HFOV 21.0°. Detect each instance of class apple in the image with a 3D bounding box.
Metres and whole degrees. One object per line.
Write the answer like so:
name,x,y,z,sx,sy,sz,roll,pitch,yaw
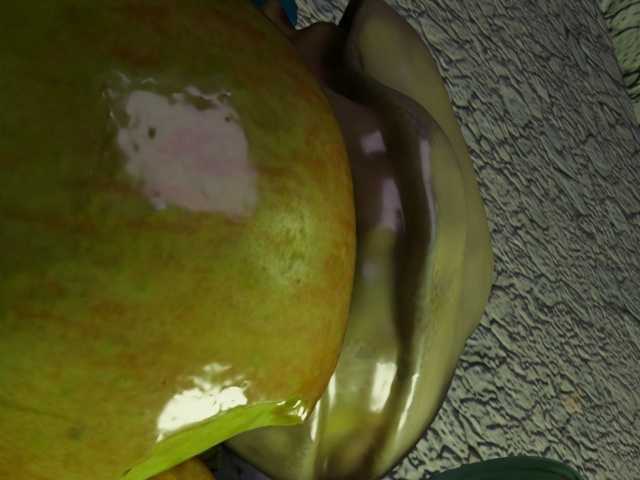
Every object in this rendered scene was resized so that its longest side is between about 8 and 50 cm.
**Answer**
apple,-0.155,-0.010,0.966,0.339,0.339,0.340,47,31,-39

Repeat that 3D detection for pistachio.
pistachio,0.000,0.000,1.271,0.445,0.281,0.365,-132,-139,-82

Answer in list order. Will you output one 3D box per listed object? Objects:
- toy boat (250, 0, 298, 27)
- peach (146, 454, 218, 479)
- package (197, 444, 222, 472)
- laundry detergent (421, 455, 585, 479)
toy boat,-0.090,-0.334,1.715,0.096,0.061,0.299,15,56,-61
peach,-0.116,0.210,1.124,0.179,0.103,0.179,47,33,-45
package,-0.127,0.114,1.215,0.121,0.031,0.108,49,-12,-36
laundry detergent,0.139,0.367,1.300,0.305,0.287,0.287,60,24,-15
